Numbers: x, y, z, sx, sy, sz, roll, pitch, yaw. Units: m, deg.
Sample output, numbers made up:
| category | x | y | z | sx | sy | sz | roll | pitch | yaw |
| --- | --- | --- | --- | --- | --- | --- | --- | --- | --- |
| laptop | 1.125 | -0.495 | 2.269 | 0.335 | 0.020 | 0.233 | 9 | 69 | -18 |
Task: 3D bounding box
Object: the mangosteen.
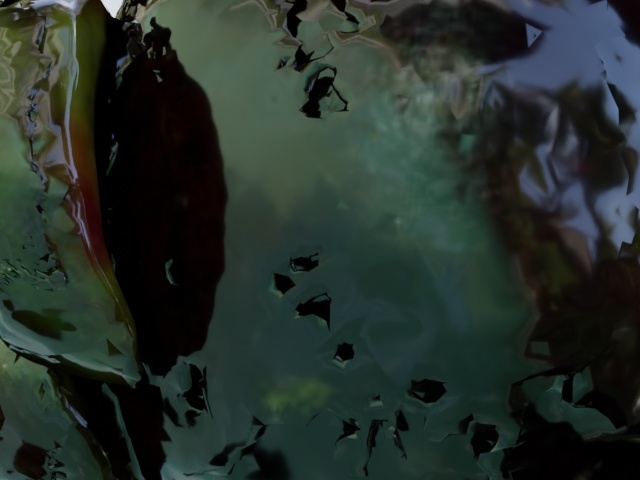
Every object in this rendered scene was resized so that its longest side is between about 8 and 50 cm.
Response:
| category | x | y | z | sx | sy | sz | roll | pitch | yaw |
| --- | --- | --- | --- | --- | --- | --- | --- | --- | --- |
| mangosteen | 0.014 | -0.019 | 0.598 | 0.381 | 0.421 | 0.380 | -164 | -90 | -78 |
